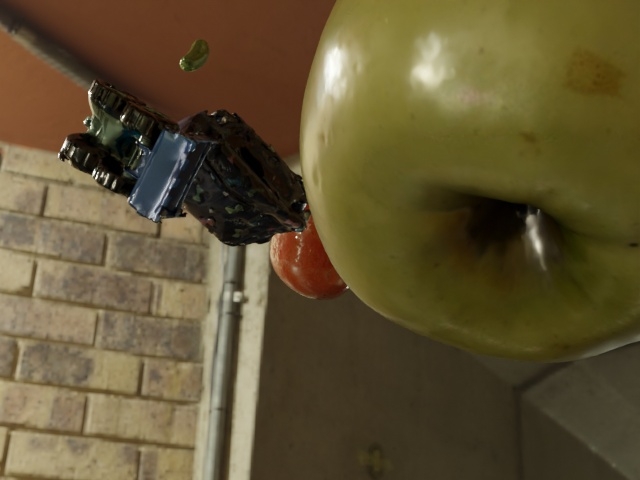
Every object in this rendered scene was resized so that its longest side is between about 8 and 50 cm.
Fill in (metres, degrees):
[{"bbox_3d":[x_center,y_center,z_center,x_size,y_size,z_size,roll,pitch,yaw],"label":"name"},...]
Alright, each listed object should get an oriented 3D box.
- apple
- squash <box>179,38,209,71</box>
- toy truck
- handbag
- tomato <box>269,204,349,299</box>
[{"bbox_3d":[0.118,-0.067,0.473,0.262,0.262,0.262,0,-29,0],"label":"apple"},{"bbox_3d":[-0.146,-0.213,1.050,0.027,0.089,0.027,3,-60,6],"label":"squash"},{"bbox_3d":[-0.214,-0.104,1.109,0.208,0.113,0.126,34,11,36],"label":"toy truck"},{"bbox_3d":[-0.125,-0.089,1.315,0.162,0.113,0.260,-13,-42,35],"label":"handbag"},{"bbox_3d":[-0.002,0.004,1.729,0.188,0.232,0.232,30,-35,-8],"label":"tomato"}]
